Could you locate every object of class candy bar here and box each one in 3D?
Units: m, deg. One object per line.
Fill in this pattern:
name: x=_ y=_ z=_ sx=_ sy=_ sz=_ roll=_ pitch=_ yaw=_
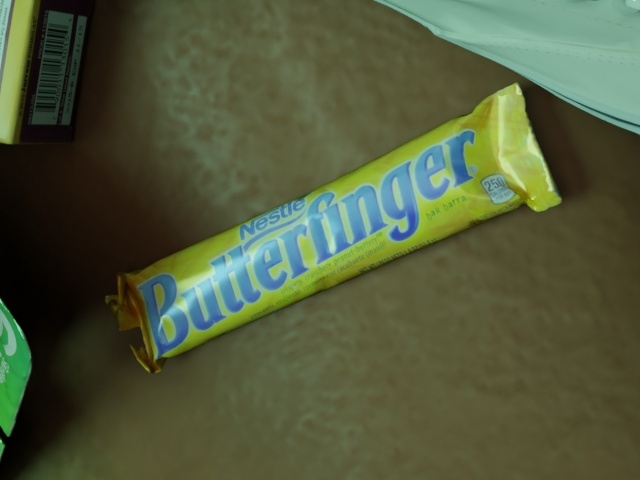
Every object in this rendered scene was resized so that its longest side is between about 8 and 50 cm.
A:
candy bar: x=0.000 y=0.000 z=0.442 sx=0.161 sy=0.018 sz=0.040 roll=-24 pitch=87 yaw=18

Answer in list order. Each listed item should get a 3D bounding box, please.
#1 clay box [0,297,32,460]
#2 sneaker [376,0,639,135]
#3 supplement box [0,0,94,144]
clay box: x=-0.193 y=-0.003 z=0.456 sx=0.222 sy=0.053 sz=0.127 roll=45 pitch=144 yaw=11
sneaker: x=0.066 y=-0.083 z=0.373 sx=0.258 sy=0.091 sz=0.094 roll=18 pitch=100 yaw=16
supplement box: x=-0.128 y=-0.067 z=0.465 sx=0.083 sy=0.043 sz=0.055 roll=14 pitch=99 yaw=16
